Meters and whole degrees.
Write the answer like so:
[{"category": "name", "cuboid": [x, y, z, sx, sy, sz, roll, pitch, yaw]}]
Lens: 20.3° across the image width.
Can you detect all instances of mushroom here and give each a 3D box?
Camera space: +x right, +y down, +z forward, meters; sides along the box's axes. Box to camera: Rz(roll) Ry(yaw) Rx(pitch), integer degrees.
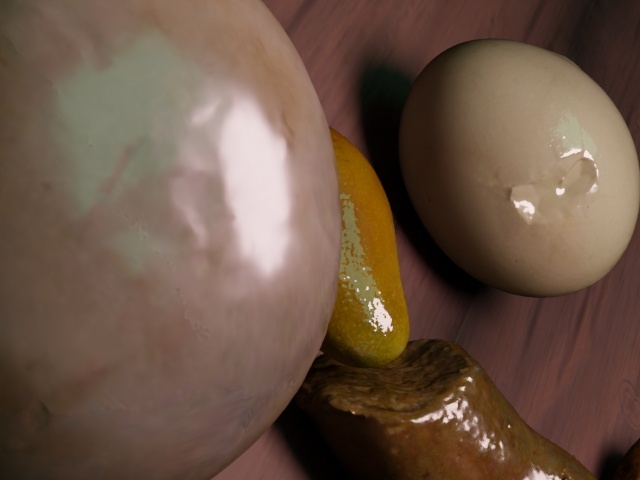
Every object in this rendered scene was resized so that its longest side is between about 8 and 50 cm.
[{"category": "mushroom", "cuboid": [-0.165, -0.013, 1.064, 0.362, 0.294, 0.362, -1, 92, -38]}]

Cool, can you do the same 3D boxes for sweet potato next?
[{"category": "sweet potato", "cuboid": [0.135, 0.206, 1.478, 0.369, 0.158, 0.158, 45, 35, -20]}]

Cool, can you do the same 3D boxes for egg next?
[{"category": "egg", "cuboid": [0.192, -0.069, 1.713, 0.269, 0.219, 0.219, 51, 32, -23]}]

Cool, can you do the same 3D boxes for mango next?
[{"category": "mango", "cuboid": [0.000, 0.000, 1.434, 0.136, 0.099, 0.227, -10, 65, -31]}]

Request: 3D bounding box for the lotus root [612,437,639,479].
[{"category": "lotus root", "cuboid": [0.365, 0.283, 1.851, 0.260, 0.128, 0.145, -59, 136, -50]}]
